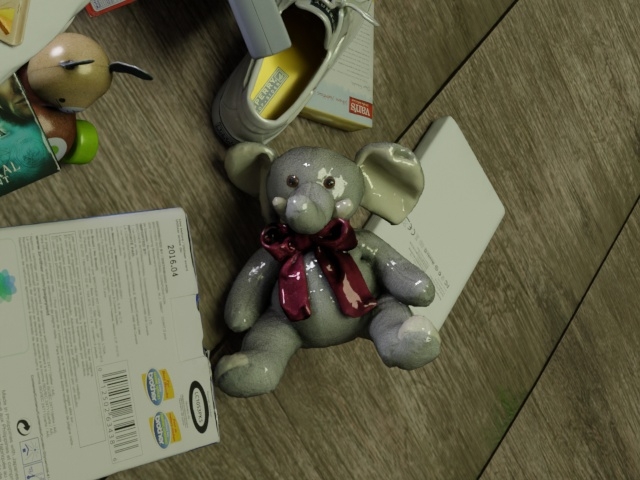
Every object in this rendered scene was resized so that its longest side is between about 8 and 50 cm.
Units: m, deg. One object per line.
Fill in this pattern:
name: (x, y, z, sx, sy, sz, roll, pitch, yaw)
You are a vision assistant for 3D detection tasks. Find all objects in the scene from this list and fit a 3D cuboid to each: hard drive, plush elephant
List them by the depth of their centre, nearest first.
plush elephant: (0.000, 0.000, 1.553, 0.330, 0.272, 0.255, -79, 159, -63)
hard drive: (0.173, -0.018, 1.911, 0.203, 0.040, 0.307, 57, 47, -26)

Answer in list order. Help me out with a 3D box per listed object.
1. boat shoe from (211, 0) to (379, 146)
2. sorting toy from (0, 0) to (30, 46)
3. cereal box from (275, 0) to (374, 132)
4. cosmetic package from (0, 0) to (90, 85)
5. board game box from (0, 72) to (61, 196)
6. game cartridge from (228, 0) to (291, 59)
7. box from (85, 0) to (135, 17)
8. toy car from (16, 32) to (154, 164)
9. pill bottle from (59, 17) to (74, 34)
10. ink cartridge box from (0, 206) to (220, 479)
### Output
boat shoe: (-0.008, -0.285, 1.608, 0.136, 0.156, 0.367, 39, 67, -15)
sorting toy: (-0.233, -0.189, 0.900, 0.062, 0.012, 0.083, 22, 68, -45)
cereal box: (0.004, -0.286, 1.758, 0.173, 0.047, 0.240, 13, 75, -45)
cosmetic package: (-0.425, -0.247, 1.001, 0.327, 0.394, 0.329, 57, 46, -26)
board game box: (-0.368, -0.089, 1.233, 0.186, 0.026, 0.126, -25, 106, -6)
game cartridge: (-0.105, -0.339, 1.499, 0.297, 0.062, 0.198, -112, -176, -57)
box: (-0.241, -0.400, 1.414, 0.122, 0.128, 0.257, -64, 133, -67)
toy car: (-0.268, -0.158, 1.319, 0.155, 0.188, 0.149, 2, 82, -48)
pill bottle: (-0.335, -0.278, 1.348, 0.137, 0.078, 0.078, 25, 65, -44)
ink cartridge box: (-0.262, 0.114, 1.309, 0.395, 0.151, 0.270, -9, 91, -48)
